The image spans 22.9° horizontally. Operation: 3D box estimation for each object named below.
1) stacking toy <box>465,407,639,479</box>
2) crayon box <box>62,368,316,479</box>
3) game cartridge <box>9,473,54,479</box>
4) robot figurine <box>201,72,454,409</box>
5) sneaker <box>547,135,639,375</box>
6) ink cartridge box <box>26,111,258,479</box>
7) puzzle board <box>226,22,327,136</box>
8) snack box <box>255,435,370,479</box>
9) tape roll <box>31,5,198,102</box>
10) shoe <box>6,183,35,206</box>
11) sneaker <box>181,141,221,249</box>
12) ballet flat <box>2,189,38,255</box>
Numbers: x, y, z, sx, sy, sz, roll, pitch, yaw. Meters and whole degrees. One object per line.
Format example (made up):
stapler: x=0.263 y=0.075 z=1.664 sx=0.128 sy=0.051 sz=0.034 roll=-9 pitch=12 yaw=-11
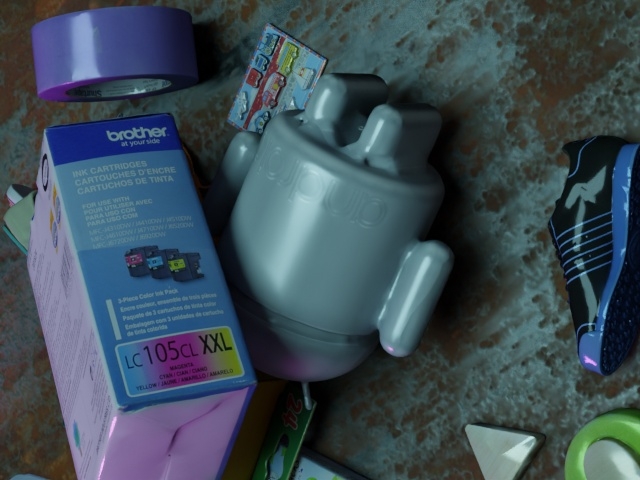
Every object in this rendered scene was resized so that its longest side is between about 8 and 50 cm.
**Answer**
stacking toy: x=0.233 y=0.313 z=1.552 sx=0.309 sy=0.130 sz=0.279 roll=-6 pitch=89 yaw=36
crayon box: x=-0.160 y=0.200 z=1.839 sx=0.318 sy=0.081 sz=0.202 roll=30 pitch=109 yaw=39
game cartridge: x=-0.220 y=0.360 z=1.849 sx=0.294 sy=0.196 sz=0.060 roll=8 pitch=57 yaw=40
robot figurine: x=0.000 y=0.000 z=1.664 sx=0.300 sy=0.200 sz=0.353 roll=32 pitch=110 yaw=29
sneaker: x=0.268 y=0.013 z=1.550 sx=0.090 sy=0.081 sz=0.232 roll=9 pitch=90 yaw=38
ink cartridge box: x=-0.208 y=0.053 z=1.668 sx=0.270 sy=0.151 sz=0.395 roll=113 pitch=142 yaw=-54
puzzle board: x=-0.052 y=-0.172 z=1.812 sx=0.096 sy=0.011 sz=0.128 roll=35 pitch=112 yaw=30
snack box: x=-0.011 y=0.294 z=1.784 sx=0.141 sy=0.037 sz=0.100 roll=24 pitch=104 yaw=35
tape roll: x=-0.239 y=-0.215 z=1.837 sx=0.189 sy=0.189 sz=0.080 roll=-9 pitch=86 yaw=36
shoe: x=-0.347 y=0.004 z=2.001 sx=0.178 sy=0.063 sz=0.081 roll=37 pitch=107 yaw=24
sneaker: x=-0.170 y=-0.018 z=1.864 sx=0.262 sy=0.099 sz=0.121 roll=52 pitch=127 yaw=31
ballet flat: x=-0.303 y=0.027 z=1.880 sx=0.248 sy=0.086 sz=0.086 roll=49 pitch=119 yaw=37
